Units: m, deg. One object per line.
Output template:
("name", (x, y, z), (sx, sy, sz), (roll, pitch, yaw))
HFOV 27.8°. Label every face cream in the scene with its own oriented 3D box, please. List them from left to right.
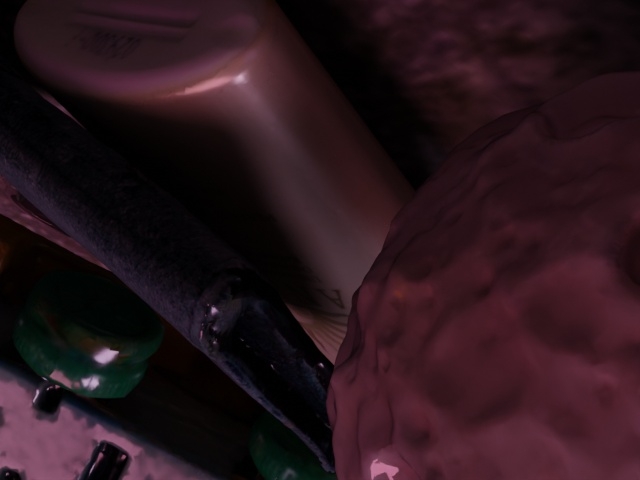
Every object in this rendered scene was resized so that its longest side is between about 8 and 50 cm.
("face cream", (0.000, 0.000, 0.669), (0.174, 0.081, 0.348), (17, 157, 42))

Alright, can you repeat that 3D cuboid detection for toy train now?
("toy train", (-0.084, 0.122, 0.842), (0.429, 0.178, 0.249), (28, -162, -1))

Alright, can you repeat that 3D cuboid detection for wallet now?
("wallet", (-0.134, -0.036, 0.631), (0.379, 0.046, 0.190), (36, 172, 31))

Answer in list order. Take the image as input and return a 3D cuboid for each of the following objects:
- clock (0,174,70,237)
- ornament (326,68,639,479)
("clock", (-0.181, -0.037, 0.855), (0.087, 0.041, 0.129), (23, 163, 22))
("ornament", (0.134, 0.057, 0.442), (0.259, 0.225, 0.259), (31, -173, -4))
